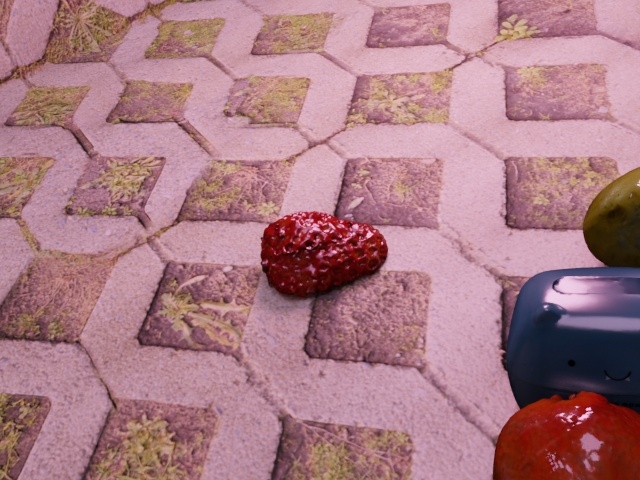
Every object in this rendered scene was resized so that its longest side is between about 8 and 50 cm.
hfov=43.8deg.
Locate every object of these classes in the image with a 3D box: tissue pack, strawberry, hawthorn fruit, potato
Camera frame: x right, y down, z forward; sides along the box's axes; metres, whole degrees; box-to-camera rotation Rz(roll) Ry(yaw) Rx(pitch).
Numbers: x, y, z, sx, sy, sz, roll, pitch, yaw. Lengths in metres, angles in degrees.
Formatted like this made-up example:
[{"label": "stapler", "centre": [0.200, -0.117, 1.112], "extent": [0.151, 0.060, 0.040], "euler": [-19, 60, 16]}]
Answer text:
[{"label": "tissue pack", "centre": [0.403, 0.138, 1.088], "extent": [0.287, 0.206, 0.198], "euler": [2, 37, 20]}, {"label": "strawberry", "centre": [0.000, 0.000, 1.451], "extent": [0.236, 0.111, 0.190], "euler": [-7, 40, 10]}, {"label": "hawthorn fruit", "centre": [0.307, 0.321, 0.940], "extent": [0.211, 0.211, 0.299], "euler": [-4, 53, 15]}, {"label": "potato", "centre": [0.564, -0.032, 1.224], "extent": [0.304, 0.216, 0.216], "euler": [-16, 38, 29]}]
